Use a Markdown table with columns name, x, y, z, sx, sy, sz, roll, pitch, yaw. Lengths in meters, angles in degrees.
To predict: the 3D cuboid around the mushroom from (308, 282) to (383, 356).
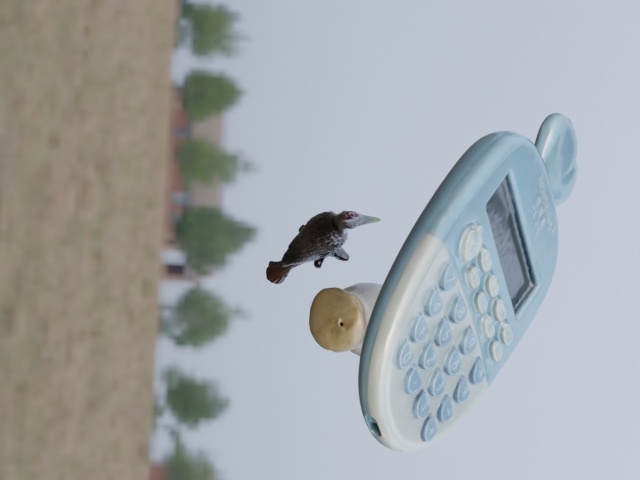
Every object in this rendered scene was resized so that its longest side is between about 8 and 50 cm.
| name | x | y | z | sx | sy | sz | roll | pitch | yaw |
| --- | --- | --- | --- | --- | --- | --- | --- | --- | --- |
| mushroom | 0.062 | 0.106 | 2.499 | 0.247 | 0.096 | 0.108 | 25 | 71 | -64 |

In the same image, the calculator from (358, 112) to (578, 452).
| name | x | y | z | sx | sy | sz | roll | pitch | yaw |
| --- | --- | --- | --- | --- | --- | --- | --- | --- | --- |
| calculator | 0.116 | 0.026 | 1.453 | 0.303 | 0.042 | 0.188 | -55 | 144 | -30 |

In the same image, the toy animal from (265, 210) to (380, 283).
| name | x | y | z | sx | sy | sz | roll | pitch | yaw |
| --- | --- | --- | --- | --- | --- | --- | --- | --- | --- |
| toy animal | 0.005 | -0.002 | 2.438 | 0.070 | 0.105 | 0.202 | 60 | -30 | 4 |
